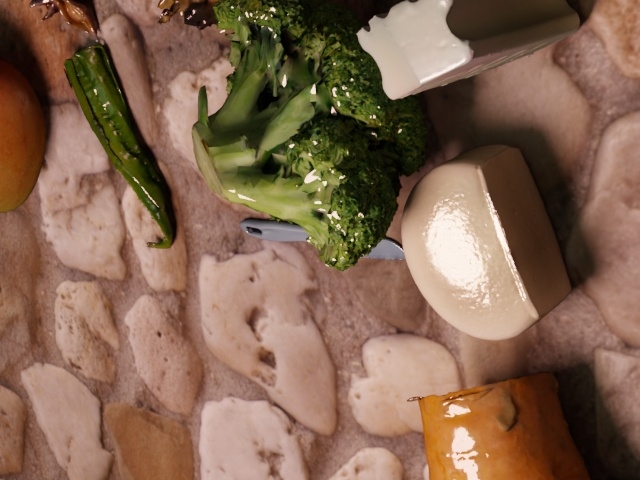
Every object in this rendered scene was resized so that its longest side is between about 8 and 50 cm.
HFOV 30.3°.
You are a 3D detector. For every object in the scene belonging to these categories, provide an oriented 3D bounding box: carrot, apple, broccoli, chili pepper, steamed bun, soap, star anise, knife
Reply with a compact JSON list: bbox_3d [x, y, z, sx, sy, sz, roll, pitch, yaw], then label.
[{"bbox_3d":[0.262,0.353,1.586,0.224,0.224,0.340,-21,79,41],"label":"carrot"},{"bbox_3d":[-0.647,-0.167,2.037,0.338,0.338,0.305,13,119,34],"label":"apple"},{"bbox_3d":[-0.020,-0.158,1.577,0.310,0.321,0.413,-24,86,13],"label":"broccoli"},{"bbox_3d":[-0.328,-0.150,1.971,0.085,0.076,0.359,-22,94,16],"label":"chili pepper"},{"bbox_3d":[0.206,0.007,1.554,0.164,0.146,0.241,-17,96,36],"label":"steamed bun"},{"bbox_3d":[0.171,-0.244,1.389,0.173,0.289,0.095,-20,92,41],"label":"soap"},{"bbox_3d":[-0.449,-0.432,1.984,0.227,0.218,0.148,-110,-5,-49],"label":"star anise"},{"bbox_3d":[0.000,0.000,1.803,0.313,0.019,0.044,8,120,35],"label":"knife"}]

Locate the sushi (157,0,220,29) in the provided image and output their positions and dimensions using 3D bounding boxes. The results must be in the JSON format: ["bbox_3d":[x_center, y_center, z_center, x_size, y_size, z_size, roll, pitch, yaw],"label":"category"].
[{"bbox_3d":[-0.176,-0.426,1.652,0.213,0.200,0.204,-43,72,35],"label":"sushi"}]
